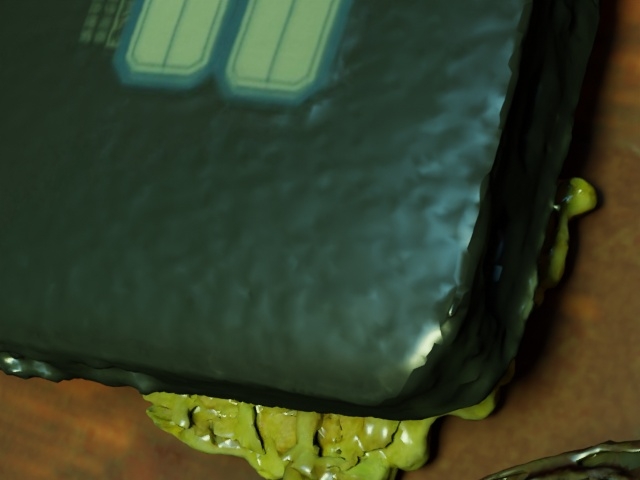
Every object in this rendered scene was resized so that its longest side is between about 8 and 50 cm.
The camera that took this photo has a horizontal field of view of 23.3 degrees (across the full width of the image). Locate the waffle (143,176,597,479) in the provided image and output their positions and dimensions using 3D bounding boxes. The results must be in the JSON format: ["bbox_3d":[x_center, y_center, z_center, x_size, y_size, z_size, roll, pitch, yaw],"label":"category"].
[{"bbox_3d":[0.001,0.001,0.774,0.254,0.052,0.245,35,88,34],"label":"waffle"}]

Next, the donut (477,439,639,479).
[{"bbox_3d":[0.094,0.244,0.580,0.259,0.136,0.345,5,74,33],"label":"donut"}]

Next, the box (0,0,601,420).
[{"bbox_3d":[-0.039,-0.097,0.757,0.350,0.091,0.359,5,70,31],"label":"box"}]
